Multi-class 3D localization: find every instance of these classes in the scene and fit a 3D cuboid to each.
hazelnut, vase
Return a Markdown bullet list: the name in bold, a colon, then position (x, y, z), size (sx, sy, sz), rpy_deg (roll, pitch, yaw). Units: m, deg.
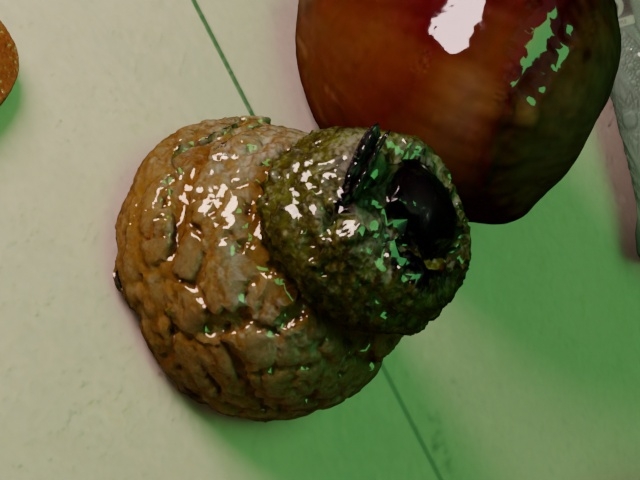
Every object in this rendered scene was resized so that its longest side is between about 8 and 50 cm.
- **hazelnut**: position (0.083, -0.118, 0.983), size (0.208, 0.208, 0.208), rpy_deg (18, 62, -38)
- **vase**: position (0.269, -0.095, 1.209), size (0.096, 0.096, 0.219), rpy_deg (3, 74, -43)

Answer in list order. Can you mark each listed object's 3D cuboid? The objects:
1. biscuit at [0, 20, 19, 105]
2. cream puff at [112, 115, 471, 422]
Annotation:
- **biscuit**: position (-0.200, -0.094, 0.807), size (0.078, 0.015, 0.091), rpy_deg (51, 46, -15)
- **cream puff**: position (0.000, 0.000, 0.852), size (0.183, 0.169, 0.183), rpy_deg (17, 64, -39)
